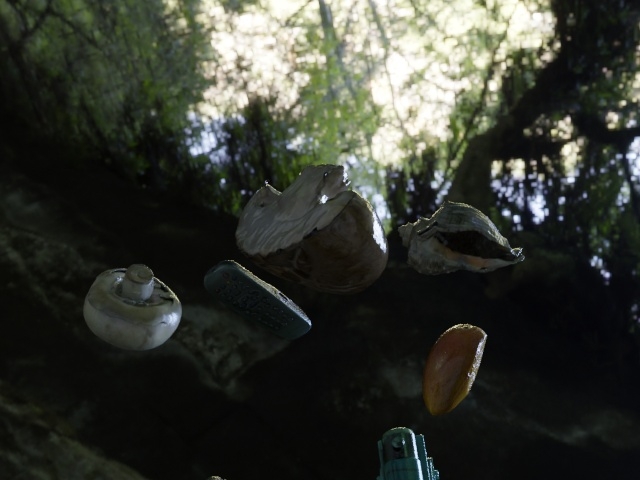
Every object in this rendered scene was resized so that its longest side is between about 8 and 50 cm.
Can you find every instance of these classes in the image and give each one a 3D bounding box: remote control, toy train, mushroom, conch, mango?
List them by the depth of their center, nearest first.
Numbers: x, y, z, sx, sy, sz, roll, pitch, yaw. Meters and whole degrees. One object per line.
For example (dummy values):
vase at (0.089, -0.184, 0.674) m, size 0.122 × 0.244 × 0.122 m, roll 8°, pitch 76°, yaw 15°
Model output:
mushroom at (0.000, 0.000, 1.093) m, size 0.156 × 0.151 × 0.286 m, roll -53°, pitch -155°, yaw -12°
mushroom at (-0.286, 0.096, 1.304) m, size 0.154 × 0.122 × 0.154 m, roll 17°, pitch -155°, yaw -8°
conch at (0.222, 0.006, 1.360) m, size 0.207 × 0.130 × 0.155 m, roll 18°, pitch -175°, yaw 15°
remote control at (-0.102, 0.102, 1.418) m, size 0.072 × 0.222 × 0.042 m, roll -36°, pitch -141°, yaw 21°
toy train at (0.164, 0.489, 1.537) m, size 0.120 × 0.194 × 0.298 m, roll -10°, pitch -125°, yaw 6°
mango at (0.289, 0.285, 1.875) m, size 0.102 × 0.141 × 0.217 m, roll 20°, pitch -101°, yaw 27°

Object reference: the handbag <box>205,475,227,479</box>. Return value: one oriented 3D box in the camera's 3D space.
handbag at (-0.151, 0.372, 1.191) m, size 0.047 × 0.072 × 0.111 m, roll -35°, pitch -166°, yaw 17°
